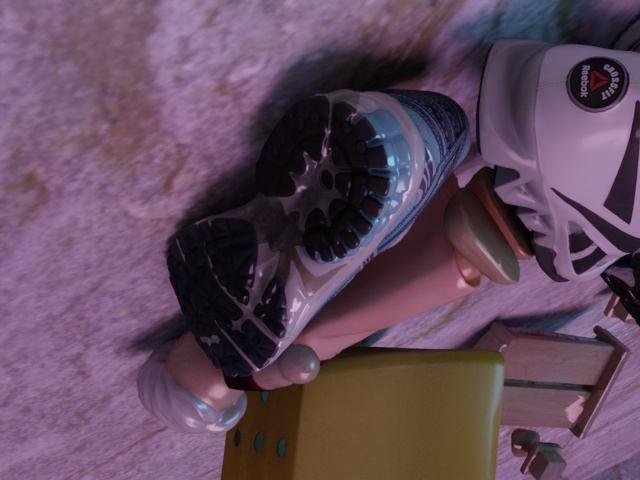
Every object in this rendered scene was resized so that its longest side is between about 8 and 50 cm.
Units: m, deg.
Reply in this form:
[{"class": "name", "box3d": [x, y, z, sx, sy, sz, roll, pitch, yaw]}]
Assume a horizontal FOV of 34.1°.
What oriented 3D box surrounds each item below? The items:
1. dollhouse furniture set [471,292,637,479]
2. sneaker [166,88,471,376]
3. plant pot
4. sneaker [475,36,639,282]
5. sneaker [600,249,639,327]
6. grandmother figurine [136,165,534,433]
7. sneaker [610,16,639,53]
[{"class": "dollhouse furniture set", "box3d": [0.185, 0.161, 1.299, 0.303, 0.174, 0.356, 9, 114, -31]}, {"class": "sneaker", "box3d": [0.000, 0.000, 0.689, 0.122, 0.110, 0.283, -20, 166, -40]}, {"class": "plant pot", "box3d": [0.024, 0.195, 0.966, 0.187, 0.212, 0.212, 11, 170, -29]}, {"class": "sneaker", "box3d": [0.217, -0.039, 0.711, 0.146, 0.122, 0.330, 3, 171, 23]}, {"class": "sneaker", "box3d": [0.393, 0.034, 1.076, 0.147, 0.130, 0.330, -35, 170, -2]}, {"class": "grandmother figurine", "box3d": [-0.005, 0.057, 0.810, 0.342, 0.104, 0.208, -29, 175, 26]}, {"class": "sneaker", "box3d": [0.233, -0.126, 0.678, 0.052, 0.058, 0.135, -15, 157, -18]}]
